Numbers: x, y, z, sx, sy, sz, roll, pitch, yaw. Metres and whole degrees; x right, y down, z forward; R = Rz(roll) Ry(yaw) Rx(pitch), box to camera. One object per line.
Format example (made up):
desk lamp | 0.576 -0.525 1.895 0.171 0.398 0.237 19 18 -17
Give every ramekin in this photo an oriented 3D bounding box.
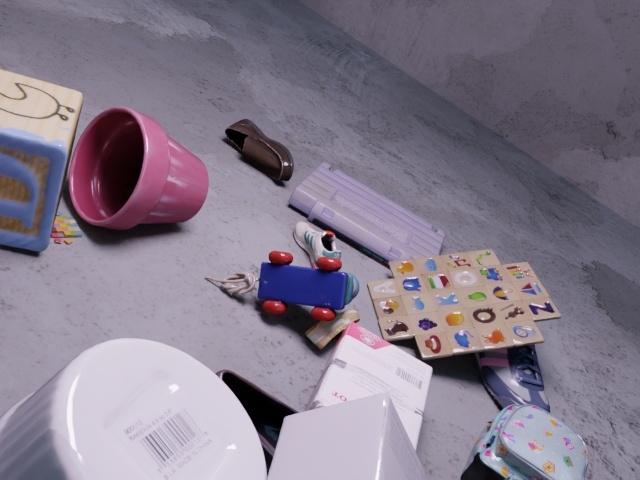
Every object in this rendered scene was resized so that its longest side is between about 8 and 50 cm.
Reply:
ramekin | -0.185 0.233 0.677 0.277 0.135 0.277 37 25 -21

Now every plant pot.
plant pot | -0.302 -0.109 1.162 0.180 0.201 0.201 17 27 -54

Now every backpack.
backpack | 0.320 0.338 1.022 0.166 0.144 0.188 31 25 15

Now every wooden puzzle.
wooden puzzle | -0.420 -0.022 1.088 0.049 0.006 0.083 -3 41 -44

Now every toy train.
toy train | -0.059 0.073 1.174 0.248 0.105 0.143 6 -1 19

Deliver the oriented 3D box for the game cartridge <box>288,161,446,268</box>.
game cartridge | 0.114 -0.046 1.549 0.355 0.068 0.230 31 32 4

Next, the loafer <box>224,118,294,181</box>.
loafer | -0.149 -0.206 1.565 0.078 0.080 0.220 -19 48 -41

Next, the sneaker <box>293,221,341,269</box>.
sneaker | 0.000 0.000 1.350 0.057 0.075 0.161 8 35 -33

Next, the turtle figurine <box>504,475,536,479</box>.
turtle figurine | 0.226 0.400 0.865 0.234 0.118 0.175 10 22 -6

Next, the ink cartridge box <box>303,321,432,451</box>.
ink cartridge box | 0.070 0.244 1.004 0.159 0.092 0.218 30 27 2

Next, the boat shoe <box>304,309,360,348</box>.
boat shoe | 0.028 0.157 1.159 0.135 0.050 0.045 -14 64 -50

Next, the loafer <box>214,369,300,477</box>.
loafer | -0.031 0.273 0.861 0.303 0.095 0.109 29 29 1

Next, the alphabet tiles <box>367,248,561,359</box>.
alphabet tiles | 0.275 0.116 1.311 0.343 0.011 0.285 -7 36 -5

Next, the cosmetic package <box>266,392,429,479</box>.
cosmetic package | 0.042 0.325 0.692 0.224 0.138 0.224 -69 138 -61

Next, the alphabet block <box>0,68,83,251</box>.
alphabet block | -0.480 -0.128 1.007 0.192 0.193 0.197 14 31 -22

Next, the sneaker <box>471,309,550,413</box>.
sneaker | 0.370 0.207 1.285 0.112 0.131 0.319 16 31 -24
